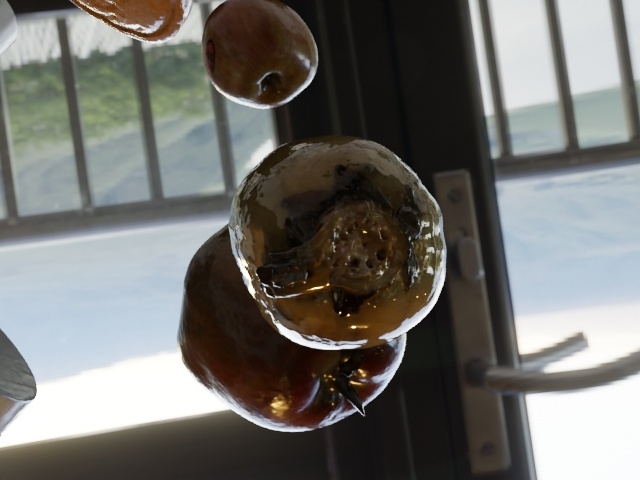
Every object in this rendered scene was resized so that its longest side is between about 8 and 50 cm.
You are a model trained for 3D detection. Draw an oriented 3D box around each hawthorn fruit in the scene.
[{"bbox_3d":[-0.023,0.112,1.422,0.268,0.267,0.301,-7,-138,-45],"label":"hawthorn fruit"}]

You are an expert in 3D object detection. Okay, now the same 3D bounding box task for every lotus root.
[{"bbox_3d":[0.000,0.000,1.003,0.183,0.182,0.310,-8,-175,-16],"label":"lotus root"}]

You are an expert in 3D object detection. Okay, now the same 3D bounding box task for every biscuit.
[{"bbox_3d":[-0.348,-0.458,1.717,0.062,0.385,0.365,-56,-169,-27],"label":"biscuit"}]

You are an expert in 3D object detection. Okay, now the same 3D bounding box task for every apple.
[{"bbox_3d":[-0.077,-0.239,1.478,0.146,0.131,0.146,-15,138,-14],"label":"apple"}]

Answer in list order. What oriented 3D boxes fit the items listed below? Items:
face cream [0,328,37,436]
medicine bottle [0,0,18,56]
[{"bbox_3d":[-0.325,0.110,0.847,0.153,0.177,0.177,-45,179,0],"label":"face cream"},{"bbox_3d":[-0.468,-0.206,1.338,0.139,0.139,0.237,-9,-142,43],"label":"medicine bottle"}]
